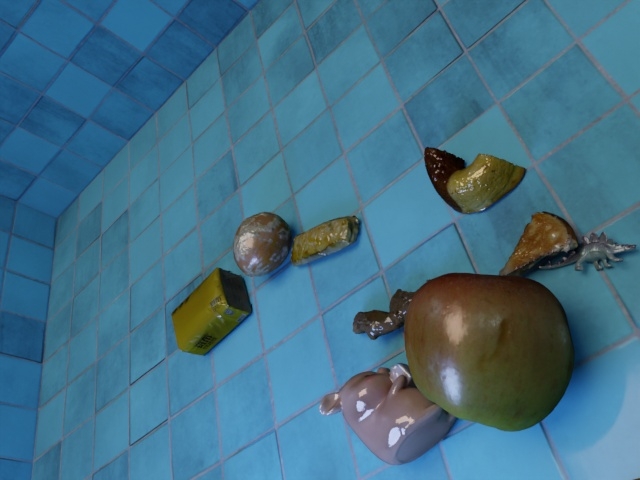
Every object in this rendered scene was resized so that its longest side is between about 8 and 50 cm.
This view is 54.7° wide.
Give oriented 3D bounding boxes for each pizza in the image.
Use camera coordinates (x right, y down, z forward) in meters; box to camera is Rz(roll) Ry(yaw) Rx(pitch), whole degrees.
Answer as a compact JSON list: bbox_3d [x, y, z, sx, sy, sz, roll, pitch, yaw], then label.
[{"bbox_3d":[0.486,0.027,1.409,0.195,0.052,0.185,-46,20,15],"label":"pizza"}]

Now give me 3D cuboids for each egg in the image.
[{"bbox_3d":[-0.194,0.014,2.045,0.194,0.195,0.233,-18,46,40],"label":"egg"}]

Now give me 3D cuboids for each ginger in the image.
[{"bbox_3d":[0.188,0.188,1.624,0.290,0.084,0.122,-28,57,34],"label":"ginger"}]

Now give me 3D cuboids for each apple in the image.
[{"bbox_3d":[0.336,0.224,1.274,0.338,0.338,0.305,-2,83,46],"label":"apple"}]

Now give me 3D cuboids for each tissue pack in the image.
[{"bbox_3d":[-0.384,0.248,2.152,0.271,0.134,0.192,-44,44,21],"label":"tissue pack"}]

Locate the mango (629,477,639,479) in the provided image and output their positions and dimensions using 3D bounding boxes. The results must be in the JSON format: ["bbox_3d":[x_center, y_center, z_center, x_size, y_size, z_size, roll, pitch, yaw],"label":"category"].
[{"bbox_3d":[0.582,0.486,1.013,0.294,0.120,0.177,6,71,48],"label":"mango"}]

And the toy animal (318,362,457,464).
[{"bbox_3d":[0.159,0.394,1.448,0.256,0.195,0.213,41,105,46],"label":"toy animal"}]

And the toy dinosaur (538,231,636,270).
[{"bbox_3d":[0.575,0.031,1.341,0.209,0.039,0.082,-21,55,40],"label":"toy dinosaur"}]

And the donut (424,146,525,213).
[{"bbox_3d":[0.361,-0.163,1.621,0.295,0.112,0.151,18,80,51],"label":"donut"}]

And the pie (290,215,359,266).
[{"bbox_3d":[0.000,0.000,1.944,0.282,0.068,0.129,-23,52,42],"label":"pie"}]
